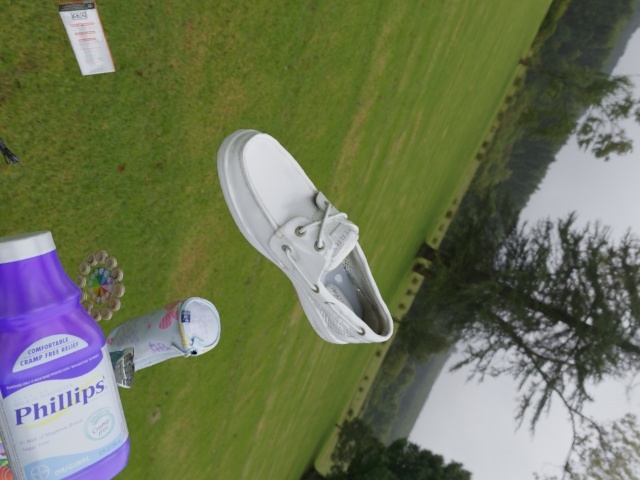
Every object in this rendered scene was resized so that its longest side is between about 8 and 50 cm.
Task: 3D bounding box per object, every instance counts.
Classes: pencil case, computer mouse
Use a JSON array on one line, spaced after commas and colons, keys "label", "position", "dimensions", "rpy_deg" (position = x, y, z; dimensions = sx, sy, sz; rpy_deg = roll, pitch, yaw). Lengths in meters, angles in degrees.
[{"label": "pencil case", "position": [-0.345, 0.211, 1.024], "dimensions": [0.113, 0.272, 0.124], "rpy_deg": [28, 50, -51]}, {"label": "computer mouse", "position": [-0.782, -0.232, 1.091], "dimensions": [0.042, 0.106, 0.193], "rpy_deg": [-29, -172, -3]}]

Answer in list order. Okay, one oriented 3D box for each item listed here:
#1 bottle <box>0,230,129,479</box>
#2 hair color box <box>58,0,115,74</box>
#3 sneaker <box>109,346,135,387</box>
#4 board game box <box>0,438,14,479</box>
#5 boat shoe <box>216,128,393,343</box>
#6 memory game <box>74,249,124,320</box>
[{"label": "bottle", "position": [-0.291, 0.133, 0.504], "dimensions": [0.118, 0.092, 0.283], "rpy_deg": [-17, 104, -40]}, {"label": "hair color box", "position": [-0.494, -0.429, 0.997], "dimensions": [0.071, 0.043, 0.141], "rpy_deg": [-13, 145, -15]}, {"label": "sneaker", "position": [-0.390, 0.243, 0.881], "dimensions": [0.162, 0.073, 0.064], "rpy_deg": [161, -75, -71]}, {"label": "board game box", "position": [-0.655, 0.578, 0.991], "dimensions": [0.078, 0.233, 0.348], "rpy_deg": [178, -75, -75]}, {"label": "boat shoe", "position": [0.000, 0.000, 0.495], "dimensions": [0.098, 0.096, 0.277], "rpy_deg": [-50, 120, -32]}, {"label": "memory game", "position": [-0.572, 0.117, 1.208], "dimensions": [0.012, 0.186, 0.186], "rpy_deg": [4, 111, -63]}]
